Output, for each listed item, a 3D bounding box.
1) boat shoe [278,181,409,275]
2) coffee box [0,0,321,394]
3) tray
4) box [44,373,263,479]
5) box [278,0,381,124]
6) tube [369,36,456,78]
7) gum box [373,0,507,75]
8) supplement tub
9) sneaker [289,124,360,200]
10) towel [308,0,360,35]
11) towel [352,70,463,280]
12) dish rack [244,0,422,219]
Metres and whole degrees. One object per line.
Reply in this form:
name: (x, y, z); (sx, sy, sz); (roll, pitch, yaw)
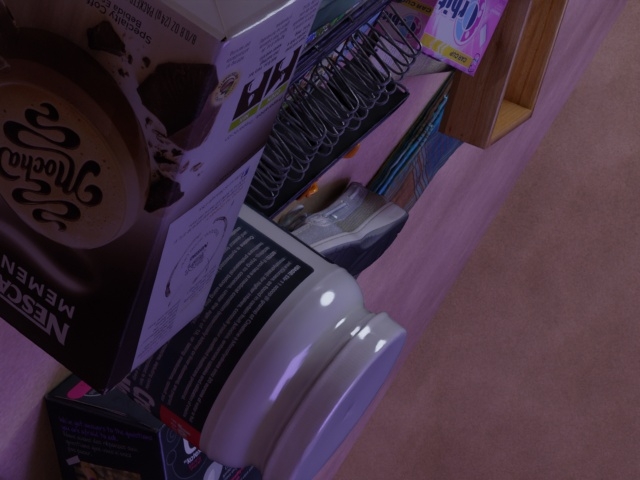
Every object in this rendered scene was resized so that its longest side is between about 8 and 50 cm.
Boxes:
boat shoe: (0.002, -0.002, 1.754); (0.320, 0.103, 0.118); (-29, 156, -55)
coffee box: (-0.133, -0.069, 0.869); (0.119, 0.168, 0.297); (-42, 161, -47)
tray: (0.262, -0.334, 1.719); (0.203, 0.076, 0.411); (-33, 141, -60)
box: (-0.159, 0.240, 1.418); (0.165, 0.143, 0.270); (-42, 137, -48)
box: (0.005, -0.217, 1.294); (0.233, 0.044, 0.159); (-52, 168, -17)
tube: (0.111, -0.230, 1.655); (0.240, 0.062, 0.070); (-19, 100, -62)
gum box: (0.141, -0.257, 1.550); (0.188, 0.062, 0.107); (8, 107, -63)
supplement tub: (-0.086, 0.066, 1.148); (0.191, 0.272, 0.191); (-51, 167, -17)
sneaker: (-0.041, -0.071, 1.415); (0.215, 0.083, 0.084); (-47, 167, -28)
towel: (-0.010, -0.272, 0.993); (0.374, 0.090, 0.320); (-45, 164, -42)
towel: (0.133, -0.092, 2.126); (0.370, 0.040, 0.271); (-53, 167, -11)
dish rack: (0.001, -0.117, 1.180); (0.208, 0.074, 0.271); (-43, 177, -15)
